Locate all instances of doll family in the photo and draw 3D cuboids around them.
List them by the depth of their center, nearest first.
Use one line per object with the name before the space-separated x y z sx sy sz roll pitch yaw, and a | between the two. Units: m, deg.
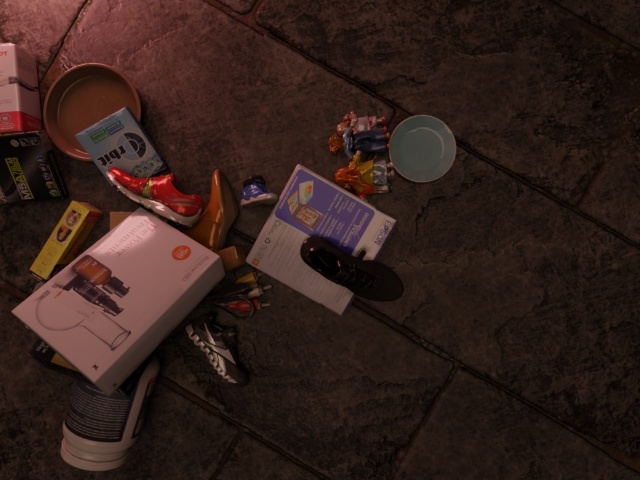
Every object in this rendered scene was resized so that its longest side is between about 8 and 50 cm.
doll family | 0.106 -0.232 1.203 0.163 0.118 0.263 -6 89 1

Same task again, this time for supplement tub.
supplement tub | -0.549 0.425 1.169 0.190 0.191 0.273 17 89 1

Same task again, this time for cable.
cable | -0.276 0.171 1.230 0.286 0.072 0.140 -14 64 8

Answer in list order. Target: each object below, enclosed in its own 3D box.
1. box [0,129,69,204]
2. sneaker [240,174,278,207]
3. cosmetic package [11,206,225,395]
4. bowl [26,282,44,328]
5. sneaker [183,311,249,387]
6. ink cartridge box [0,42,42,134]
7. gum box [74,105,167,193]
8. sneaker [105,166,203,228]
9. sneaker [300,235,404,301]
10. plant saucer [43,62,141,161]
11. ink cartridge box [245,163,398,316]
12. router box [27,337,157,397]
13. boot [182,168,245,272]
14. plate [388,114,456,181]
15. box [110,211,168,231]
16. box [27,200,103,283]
box | -0.815 -0.197 1.220 0.183 0.045 0.191 -5 118 -1
sneaker | -0.166 -0.139 1.205 0.058 0.152 0.085 7 83 -36
cosmetic package | -0.459 0.122 1.057 0.284 0.098 0.377 29 58 18
bowl | -0.731 0.193 1.247 0.141 0.053 0.142 18 90 2
sneaker | -0.262 0.292 1.222 0.106 0.078 0.234 -42 86 3
ink cartridge box | -0.888 -0.402 1.237 0.171 0.100 0.238 -5 90 1
gum box | -0.539 -0.244 1.220 0.156 0.041 0.185 -28 115 0
sneaker | -0.434 -0.133 1.190 0.278 0.107 0.119 28 79 6
sneaker | 0.078 0.086 1.121 0.286 0.130 0.109 22 96 -3
plant saucer | -0.636 -0.357 1.261 0.277 0.041 0.278 0 89 2
ink cartridge box | 0.000 0.000 1.210 0.307 0.072 0.304 30 97 -4
router box | -0.508 0.197 1.111 0.242 0.081 0.309 14 53 10
boot | -0.330 -0.033 1.223 0.211 0.104 0.296 -16 76 14
plate | 0.282 -0.254 1.247 0.187 0.024 0.189 0 89 0
box | -0.513 0.020 1.261 0.164 0.021 0.202 1 90 1
box | -0.702 0.004 1.234 0.058 0.087 0.232 31 89 -1
